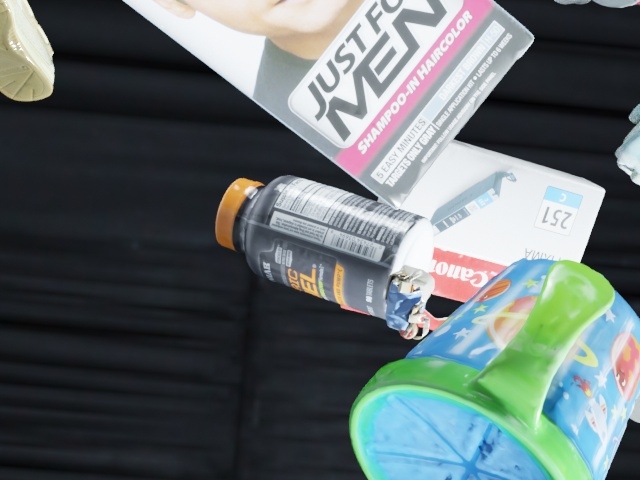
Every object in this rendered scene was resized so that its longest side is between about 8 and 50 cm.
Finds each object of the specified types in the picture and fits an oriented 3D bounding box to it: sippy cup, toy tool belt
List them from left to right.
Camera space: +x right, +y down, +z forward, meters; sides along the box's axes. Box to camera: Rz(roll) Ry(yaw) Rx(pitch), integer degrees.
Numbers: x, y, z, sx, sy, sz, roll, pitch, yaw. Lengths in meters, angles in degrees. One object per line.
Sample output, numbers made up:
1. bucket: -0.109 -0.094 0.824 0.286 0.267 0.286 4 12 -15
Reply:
1. toy tool belt: 0.086 0.070 1.794 0.051 0.052 0.083 -44 144 -57
2. sippy cup: 0.180 0.142 1.585 0.305 0.240 0.224 -16 -154 49

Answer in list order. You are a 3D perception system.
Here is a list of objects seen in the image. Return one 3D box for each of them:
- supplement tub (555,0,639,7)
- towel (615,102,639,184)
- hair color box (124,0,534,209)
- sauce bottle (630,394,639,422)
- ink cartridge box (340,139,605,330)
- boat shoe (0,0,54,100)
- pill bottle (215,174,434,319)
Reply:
1. supplement tub: 0.393 -0.369 2.006 0.191 0.272 0.191 170 -90 -75
2. towel: 0.514 -0.090 1.794 0.090 0.320 0.374 -55 -175 -35
3. hair color box: -0.031 -0.212 1.415 0.185 0.374 0.113 -52 -157 4
4. sauce bottle: 0.476 0.099 2.210 0.344 0.111 0.111 -42 154 -37
5. ink cartridge box: 0.205 0.010 2.350 0.066 0.296 0.261 39 -67 63
6. boat shoe: -0.231 -0.162 1.255 0.153 0.056 0.048 58 28 -51
7. pill bottle: 0.000 0.000 2.078 0.130 0.246 0.130 -50 150 -44
